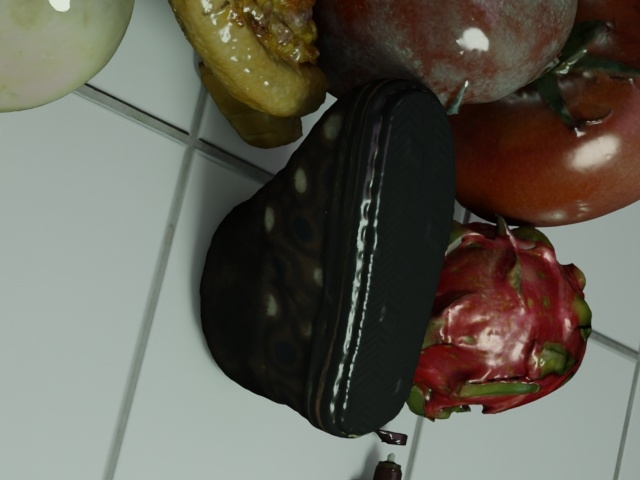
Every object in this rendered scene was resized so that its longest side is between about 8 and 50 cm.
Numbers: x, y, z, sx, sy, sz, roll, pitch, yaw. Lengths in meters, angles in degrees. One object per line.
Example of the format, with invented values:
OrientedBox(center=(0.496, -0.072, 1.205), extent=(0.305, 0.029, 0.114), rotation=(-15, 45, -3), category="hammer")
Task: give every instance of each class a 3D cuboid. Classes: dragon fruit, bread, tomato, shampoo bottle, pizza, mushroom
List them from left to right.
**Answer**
OrientedBox(center=(-0.285, -0.226, 1.487), extent=(0.246, 0.246, 0.202), rotation=(36, 28, -45), category="mushroom")
OrientedBox(center=(-0.082, -0.291, 1.659), extent=(0.277, 0.114, 0.409), rotation=(-72, 149, -48), category="pizza")
OrientedBox(center=(-0.074, -0.154, 1.822), extent=(0.132, 0.074, 0.053), rotation=(55, 43, -39), category="bread")
OrientedBox(center=(0.067, 0.345, 2.036), extent=(0.068, 0.067, 0.236), rotation=(24, 74, -58), category="shampoo bottle")
OrientedBox(center=(0.119, -0.268, 1.849), extent=(0.317, 0.317, 0.282), rotation=(-27, 113, -45), category="tomato")
OrientedBox(center=(0.182, 0.093, 2.029), extent=(0.303, 0.237, 0.231), rotation=(-9, 81, -30), category="dragon fruit")
OrientedBox(center=(0.298, -0.165, 2.063), extent=(0.273, 0.341, 0.341), rotation=(51, 56, -51), category="tomato")

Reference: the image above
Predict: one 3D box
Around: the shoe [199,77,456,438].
OrientedBox(center=(0.000, 0.000, 1.793), extent=(0.171, 0.237, 0.384), rotation=(-11, 115, -47), category="shoe")
